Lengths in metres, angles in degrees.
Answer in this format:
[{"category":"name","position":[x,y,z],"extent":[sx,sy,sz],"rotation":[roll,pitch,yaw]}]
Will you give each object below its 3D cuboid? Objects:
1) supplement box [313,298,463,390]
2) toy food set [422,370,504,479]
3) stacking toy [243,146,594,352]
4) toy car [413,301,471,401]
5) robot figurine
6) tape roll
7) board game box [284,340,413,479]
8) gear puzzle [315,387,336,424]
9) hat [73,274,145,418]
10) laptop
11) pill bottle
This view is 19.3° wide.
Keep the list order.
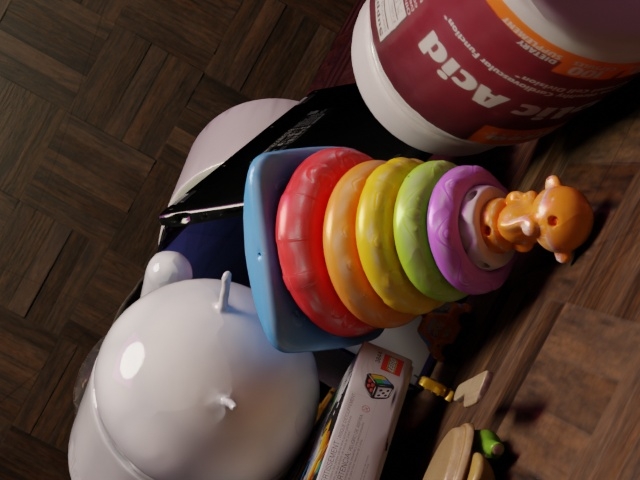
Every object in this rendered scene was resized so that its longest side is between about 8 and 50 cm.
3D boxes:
[{"category":"supplement box","position":[0.042,0.076,1.793],"extent":[0.111,0.114,0.220],"rotation":[-63,7,-14]},{"category":"toy food set","position":[0.096,0.194,1.376],"extent":[0.132,0.038,0.192],"rotation":[126,166,-81]},{"category":"stacking toy","position":[0.097,-0.008,1.533],"extent":[0.302,0.165,0.175],"rotation":[-8,88,41]},{"category":"toy car","position":[0.104,0.087,1.622],"extent":[0.060,0.040,0.122],"rotation":[-59,8,17]},{"category":"robot figurine","position":[-0.117,0.164,1.703],"extent":[0.353,0.199,0.300],"rotation":[117,139,-58]},{"category":"tape roll","position":[-0.060,-0.030,2.293],"extent":[0.246,0.246,0.169],"rotation":[-57,9,29]},{"category":"board game box","position":[-0.013,0.249,1.638],"extent":[0.305,0.053,0.193],"rotation":[117,175,-47]},{"category":"gear puzzle","position":[-0.057,0.287,1.943],"extent":[0.339,0.044,0.175],"rotation":[-58,-2,-5]},{"category":"hat","position":[-0.200,0.193,2.116],"extent":[0.134,0.331,0.331],"rotation":[-5,43,27]},{"category":"laptop","position":[0.000,0.000,1.960],"extent":[0.408,0.236,0.382],"rotation":[-9,19,28]},{"category":"pill bottle","position":[0.169,-0.206,1.571],"extent":[0.224,0.224,0.392],"rotation":[-64,9,-17]}]
